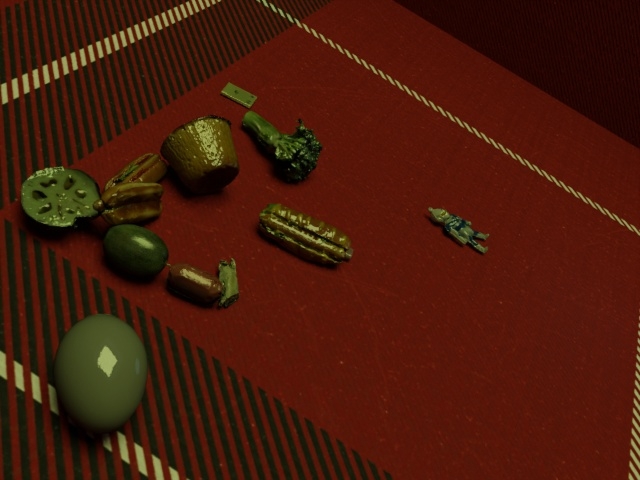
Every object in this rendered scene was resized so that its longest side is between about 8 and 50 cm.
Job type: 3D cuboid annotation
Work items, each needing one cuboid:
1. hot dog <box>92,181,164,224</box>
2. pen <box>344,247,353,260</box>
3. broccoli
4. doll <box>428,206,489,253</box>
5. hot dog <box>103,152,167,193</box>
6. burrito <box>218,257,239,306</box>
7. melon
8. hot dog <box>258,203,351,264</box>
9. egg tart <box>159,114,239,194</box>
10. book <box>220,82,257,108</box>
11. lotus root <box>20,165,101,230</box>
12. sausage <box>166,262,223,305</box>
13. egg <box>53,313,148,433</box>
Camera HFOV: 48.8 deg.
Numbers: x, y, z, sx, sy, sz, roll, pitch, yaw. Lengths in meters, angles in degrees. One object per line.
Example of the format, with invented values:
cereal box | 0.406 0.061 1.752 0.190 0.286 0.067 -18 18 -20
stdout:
hot dog | -0.466 -0.095 1.737 0.068 0.100 0.249 8 9 17
pen | 0.000 0.000 2.005 0.197 0.032 0.053 27 40 -6
broccoli | -0.134 -0.313 2.202 0.304 0.145 0.165 38 77 26
doll | 0.448 -0.043 2.302 0.227 0.057 0.114 28 43 -4
hot dog | -0.489 -0.163 1.863 0.092 0.062 0.236 33 40 -1
burrito | -0.228 0.105 1.746 0.055 0.041 0.149 9 44 -21
melon | -0.428 0.026 1.655 0.167 0.114 0.114 23 39 -3
hot dog | -0.046 -0.013 1.941 0.269 0.115 0.072 21 6 -7
egg tart | -0.321 -0.233 1.944 0.215 0.215 0.171 -14 70 -40
book | -0.275 -0.489 2.380 0.111 0.014 0.077 27 37 -4
lotus root | -0.620 -0.084 1.689 0.183 0.078 0.204 2 46 -22
sausage | -0.299 0.103 1.680 0.141 0.076 0.076 24 39 -4
egg | -0.421 0.257 1.359 0.176 0.176 0.232 2 48 -29
